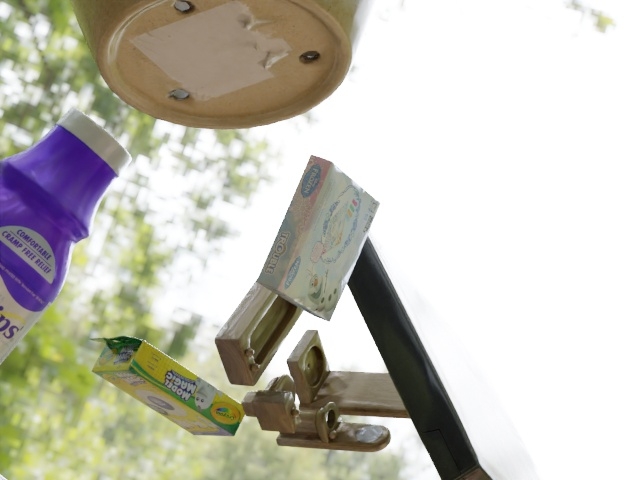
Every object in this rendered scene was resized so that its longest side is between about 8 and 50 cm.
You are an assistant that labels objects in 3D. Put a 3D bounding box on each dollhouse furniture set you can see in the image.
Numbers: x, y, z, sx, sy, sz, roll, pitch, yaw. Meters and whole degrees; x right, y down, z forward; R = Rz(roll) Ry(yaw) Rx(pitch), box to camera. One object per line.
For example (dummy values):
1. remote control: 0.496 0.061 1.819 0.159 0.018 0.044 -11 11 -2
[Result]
1. dollhouse furniture set: 0.010 0.106 1.373 0.123 0.144 0.151 1 -56 28

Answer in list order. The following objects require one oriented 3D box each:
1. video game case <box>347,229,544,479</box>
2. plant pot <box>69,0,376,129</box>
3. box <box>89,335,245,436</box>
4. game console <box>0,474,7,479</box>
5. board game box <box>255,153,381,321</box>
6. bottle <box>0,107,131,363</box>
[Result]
1. video game case: 0.111 0.135 1.219 0.035 0.275 0.248 -33 -45 8
2. plant pot: -0.055 -0.207 0.836 0.256 0.274 0.256 -2 -28 -1
3. box: -0.181 0.164 1.792 0.179 0.043 0.105 37 -23 -23
4. game console: -0.195 0.307 1.450 0.250 0.173 0.293 51 7 -41
5. board game box: 0.000 0.000 1.030 0.020 0.090 0.090 20 -8 26
6. bottle: -0.266 0.019 1.259 0.118 0.283 0.092 47 -12 -33
